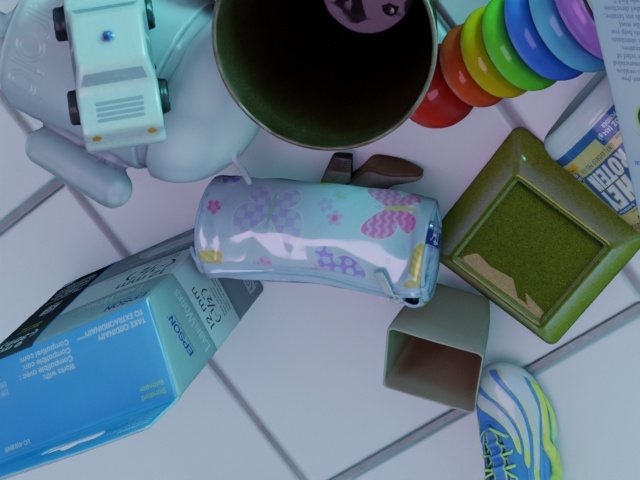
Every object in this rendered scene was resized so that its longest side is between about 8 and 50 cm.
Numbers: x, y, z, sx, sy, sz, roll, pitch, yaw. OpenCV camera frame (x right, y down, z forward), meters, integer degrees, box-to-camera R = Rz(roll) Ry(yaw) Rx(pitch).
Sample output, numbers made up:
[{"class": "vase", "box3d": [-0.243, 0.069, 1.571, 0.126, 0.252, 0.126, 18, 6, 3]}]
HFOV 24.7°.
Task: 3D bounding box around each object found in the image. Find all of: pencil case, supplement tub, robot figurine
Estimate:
[{"class": "pencil case", "box3d": [0.000, 0.000, 1.592, 0.273, 0.113, 0.124, 8, 75, 13]}, {"class": "supplement tub", "box3d": [0.340, -0.084, 1.465, 0.199, 0.144, 0.144, 41, 118, 0]}, {"class": "robot figurine", "box3d": [-0.203, -0.189, 1.578, 0.353, 0.200, 0.300, 26, 92, 7]}]

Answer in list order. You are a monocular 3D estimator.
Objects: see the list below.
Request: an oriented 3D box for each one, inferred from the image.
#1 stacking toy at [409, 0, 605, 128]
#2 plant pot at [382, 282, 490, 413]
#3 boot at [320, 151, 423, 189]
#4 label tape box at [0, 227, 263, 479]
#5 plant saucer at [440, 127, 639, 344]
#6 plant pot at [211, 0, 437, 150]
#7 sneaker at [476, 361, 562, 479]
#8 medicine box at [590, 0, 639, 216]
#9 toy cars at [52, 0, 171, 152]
[{"class": "stacking toy", "box3d": [0.196, -0.201, 1.450, 0.330, 0.141, 0.141, -22, 103, 47]}, {"class": "plant pot", "box3d": [0.137, 0.111, 1.630, 0.109, 0.096, 0.109, 15, 139, 12]}, {"class": "boot", "box3d": [0.054, -0.052, 1.640, 0.118, 0.042, 0.087, 12, 121, 15]}, {"class": "label tape box", "box3d": [-0.241, 0.120, 1.633, 0.249, 0.348, 0.115, -22, 103, 25]}, {"class": "plant saucer", "box3d": [0.231, 0.005, 1.595, 0.188, 0.045, 0.188, 37, 118, 2]}, {"class": "plant pot", "box3d": [0.027, -0.229, 1.461, 0.215, 0.230, 0.215, 5, 115, 12]}, {"class": "sneaker", "box3d": [0.224, 0.262, 1.656, 0.091, 0.126, 0.240, -11, 107, 22]}, {"class": "medicine box", "box3d": [0.374, -0.173, 1.263, 0.149, 0.263, 0.289, 8, 132, 38]}, {"class": "toy cars", "box3d": [-0.153, -0.271, 1.454, 0.176, 0.394, 0.087, 29, 162, 8]}]
